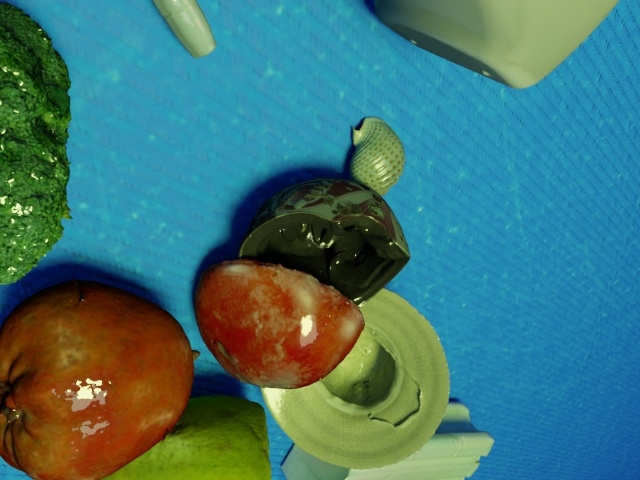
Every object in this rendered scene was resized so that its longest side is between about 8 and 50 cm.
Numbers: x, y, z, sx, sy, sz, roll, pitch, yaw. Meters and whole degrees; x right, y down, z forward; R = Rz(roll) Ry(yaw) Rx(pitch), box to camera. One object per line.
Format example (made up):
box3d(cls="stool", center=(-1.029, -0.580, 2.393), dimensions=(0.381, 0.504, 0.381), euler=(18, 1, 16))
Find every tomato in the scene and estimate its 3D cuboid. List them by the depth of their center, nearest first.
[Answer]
box3d(cls="tomato", center=(-0.051, 0.106, 0.559), dimensions=(0.189, 0.099, 0.173), euler=(29, 144, -24))

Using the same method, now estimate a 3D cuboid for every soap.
box3d(cls="soap", center=(0.117, 0.386, 0.889), dimensions=(0.346, 0.115, 0.208), euler=(14, 112, -35))

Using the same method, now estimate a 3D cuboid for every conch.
box3d(cls="conch", center=(0.068, -0.092, 0.578), dimensions=(0.076, 0.056, 0.085), euler=(-32, 133, -24))

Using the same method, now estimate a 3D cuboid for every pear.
box3d(cls="pear", center=(-0.185, 0.261, 0.608), dimensions=(0.239, 0.139, 0.288), euler=(-1, 164, -14))

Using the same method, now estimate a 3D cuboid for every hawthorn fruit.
box3d(cls="hawthorn fruit", center=(-0.205, 0.130, 0.496), dimensions=(0.202, 0.185, 0.185), euler=(3, 120, -47))

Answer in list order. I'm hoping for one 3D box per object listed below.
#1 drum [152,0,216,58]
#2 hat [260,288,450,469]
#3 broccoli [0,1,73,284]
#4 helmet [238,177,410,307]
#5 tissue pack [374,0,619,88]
box3d(cls="drum", center=(-0.165, -0.237, 0.346), dimensions=(0.130, 0.049, 0.253), euler=(-23, 129, -15))
box3d(cls="hat", center=(0.048, 0.165, 0.693), dimensions=(0.252, 0.252, 0.110), euler=(-56, 170, 14))
box3d(cls="broccoli", center=(-0.283, -0.049, 0.323), dimensions=(0.269, 0.269, 0.254), euler=(-41, 89, 0))
box3d(cls="helmet", center=(0.008, -0.011, 0.559), dimensions=(0.176, 0.107, 0.153), euler=(17, 143, -14))
box3d(cls="tissue pack", center=(0.083, -0.278, 0.339), dimensions=(0.333, 0.229, 0.236), euler=(17, 113, -38))
